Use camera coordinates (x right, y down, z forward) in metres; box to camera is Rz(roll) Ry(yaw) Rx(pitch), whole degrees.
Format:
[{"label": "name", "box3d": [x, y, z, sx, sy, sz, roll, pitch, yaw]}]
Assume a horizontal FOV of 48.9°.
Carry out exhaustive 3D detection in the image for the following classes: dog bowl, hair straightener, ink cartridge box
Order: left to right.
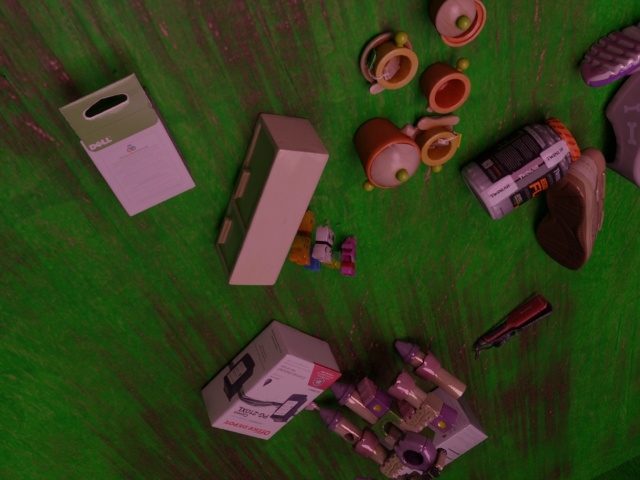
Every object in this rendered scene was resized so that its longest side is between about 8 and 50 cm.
[{"label": "ink cartridge box", "box3d": [-0.267, -0.141, 0.984, 0.108, 0.062, 0.209, -25, 137, -3]}, {"label": "ink cartridge box", "box3d": [-0.104, 0.296, 1.464, 0.237, 0.100, 0.172, -44, 135, 17]}, {"label": "hair straightener", "box3d": [0.473, 0.224, 1.729, 0.230, 0.047, 0.089, -43, 135, 16]}, {"label": "dog bowl", "box3d": [0.711, -0.234, 1.349, 0.348, 0.102, 0.349, -15, 140, -13]}]

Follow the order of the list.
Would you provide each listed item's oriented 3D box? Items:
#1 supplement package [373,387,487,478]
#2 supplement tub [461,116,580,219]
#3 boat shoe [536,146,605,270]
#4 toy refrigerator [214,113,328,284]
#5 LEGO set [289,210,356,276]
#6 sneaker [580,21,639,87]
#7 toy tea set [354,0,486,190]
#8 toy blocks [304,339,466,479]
[{"label": "supplement package", "box3d": [0.285, 0.510, 1.843, 0.244, 0.139, 0.134, -38, 138, 10]}, {"label": "supplement tub", "box3d": [0.362, -0.133, 1.274, 0.190, 0.117, 0.117, -34, 137, 7]}, {"label": "boat shoe", "box3d": [0.524, -0.053, 1.430, 0.110, 0.121, 0.341, -45, 152, -14]}, {"label": "toy refrigerator", "box3d": [-0.089, -0.059, 1.126, 0.094, 0.102, 0.270, 2, 131, -29]}, {"label": "LEGO set", "box3d": [0.000, 0.000, 1.241, 0.086, 0.093, 0.227, 3, 171, 16]}, {"label": "sneaker", "box3d": [0.560, -0.323, 1.201, 0.236, 0.095, 0.104, -33, 132, 5]}, {"label": "toy tea set", "box3d": [0.161, -0.214, 1.085, 0.199, 0.124, 0.336, -13, 136, -15]}, {"label": "toy blocks", "box3d": [0.127, 0.394, 1.574, 0.260, 0.309, 0.289, 37, 125, 0]}]
